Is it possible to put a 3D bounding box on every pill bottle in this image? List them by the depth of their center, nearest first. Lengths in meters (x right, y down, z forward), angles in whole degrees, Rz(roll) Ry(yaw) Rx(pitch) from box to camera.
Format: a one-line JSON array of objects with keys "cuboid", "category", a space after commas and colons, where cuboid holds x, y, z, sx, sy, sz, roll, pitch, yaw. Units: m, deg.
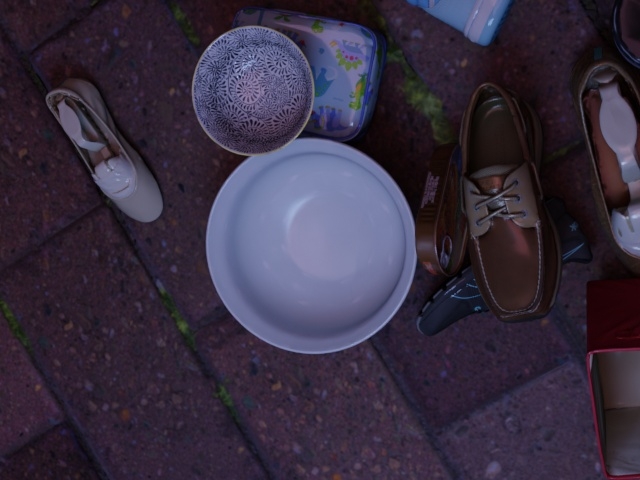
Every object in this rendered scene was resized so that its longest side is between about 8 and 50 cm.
[{"cuboid": [0.419, -0.267, 1.365, 0.123, 0.219, 0.123, 2, 98, 15], "category": "pill bottle"}]

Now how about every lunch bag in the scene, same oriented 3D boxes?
[{"cuboid": [-0.027, -0.229, 1.558, 0.219, 0.090, 0.176, 12, 99, 13], "category": "lunch bag"}]

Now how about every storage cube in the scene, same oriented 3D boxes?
[{"cuboid": [0.437, 0.166, 1.411, 0.184, 0.193, 0.215, -7, 114, 16], "category": "storage cube"}]

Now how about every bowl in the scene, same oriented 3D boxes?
[{"cuboid": [-0.079, -0.198, 1.487, 0.170, 0.080, 0.170, 1, 95, 15], "category": "bowl"}, {"cuboid": [0.000, 0.000, 1.559, 0.298, 0.134, 0.298, 2, 99, 15], "category": "bowl"}]

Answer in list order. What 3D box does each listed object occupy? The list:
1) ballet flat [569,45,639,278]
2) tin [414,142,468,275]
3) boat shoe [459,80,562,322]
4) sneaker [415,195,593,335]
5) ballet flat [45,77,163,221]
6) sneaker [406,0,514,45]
[{"cuboid": [0.404, -0.086, 1.443, 0.116, 0.124, 0.342, -14, 94, 16], "category": "ballet flat"}, {"cuboid": [0.170, -0.043, 1.499, 0.040, 0.106, 0.189, -1, 61, 33], "category": "tin"}, {"cuboid": [0.229, -0.057, 1.431, 0.122, 0.120, 0.324, -15, 63, 22], "category": "boat shoe"}, {"cuboid": [0.247, 0.058, 1.519, 0.267, 0.101, 0.106, -40, 88, 17], "category": "sneaker"}, {"cuboid": [-0.326, -0.130, 1.657, 0.086, 0.086, 0.248, -34, 88, 17], "category": "ballet flat"}, {"cuboid": [0.193, -0.437, 1.454, 0.208, 0.127, 0.319, 25, 102, 9], "category": "sneaker"}]
